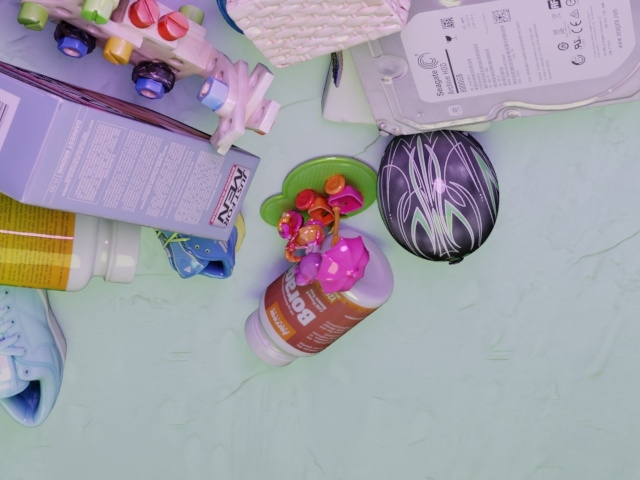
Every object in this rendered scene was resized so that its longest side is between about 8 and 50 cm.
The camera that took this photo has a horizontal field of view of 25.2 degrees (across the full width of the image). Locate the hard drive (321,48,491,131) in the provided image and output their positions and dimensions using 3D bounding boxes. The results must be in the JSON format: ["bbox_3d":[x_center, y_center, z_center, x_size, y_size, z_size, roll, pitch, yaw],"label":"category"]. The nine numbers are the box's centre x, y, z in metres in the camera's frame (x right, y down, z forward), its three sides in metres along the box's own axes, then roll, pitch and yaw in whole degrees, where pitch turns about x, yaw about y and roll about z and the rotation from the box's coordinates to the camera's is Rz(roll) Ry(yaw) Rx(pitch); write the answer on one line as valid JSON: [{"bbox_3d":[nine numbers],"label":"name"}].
[{"bbox_3d":[0.130,-0.249,1.632,0.210,0.040,0.318,3,142,-9],"label":"hard drive"}]

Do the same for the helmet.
[{"bbox_3d":[0.146,-0.060,1.796,0.169,0.169,0.161,-13,159,11],"label":"helmet"}]

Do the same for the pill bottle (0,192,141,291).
[{"bbox_3d":[-0.357,-0.006,1.822,0.246,0.136,0.136,6,141,-13],"label":"pill bottle"}]

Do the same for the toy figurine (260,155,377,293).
[{"bbox_3d":[0.000,0.000,1.847,0.173,0.159,0.130,-24,138,24],"label":"toy figurine"}]

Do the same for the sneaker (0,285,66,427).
[{"bbox_3d":[-0.437,0.134,1.986,0.135,0.150,0.366,-12,142,8],"label":"sneaker"}]

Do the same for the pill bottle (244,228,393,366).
[{"bbox_3d":[-0.008,0.087,1.990,0.121,0.121,0.216,23,135,-31],"label":"pill bottle"}]

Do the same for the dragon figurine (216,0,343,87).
[{"bbox_3d":[-0.065,-0.279,1.538,0.144,0.085,0.289,-11,141,9],"label":"dragon figurine"}]

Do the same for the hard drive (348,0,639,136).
[{"bbox_3d":[0.201,-0.229,1.554,0.339,0.064,0.237,-6,140,14],"label":"hard drive"}]

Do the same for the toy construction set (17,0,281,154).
[{"bbox_3d":[-0.181,-0.228,1.508,0.328,0.151,0.215,41,152,-24],"label":"toy construction set"}]

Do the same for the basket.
[{"bbox_3d":[0.000,-0.253,1.405,0.167,0.103,0.113,-15,140,28],"label":"basket"}]

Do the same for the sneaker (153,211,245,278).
[{"bbox_3d":[-0.177,-0.031,1.816,0.091,0.126,0.240,-29,137,28],"label":"sneaker"}]

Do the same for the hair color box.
[{"bbox_3d":[-0.247,-0.099,1.548,0.185,0.113,0.374,25,-174,28],"label":"hair color box"}]
